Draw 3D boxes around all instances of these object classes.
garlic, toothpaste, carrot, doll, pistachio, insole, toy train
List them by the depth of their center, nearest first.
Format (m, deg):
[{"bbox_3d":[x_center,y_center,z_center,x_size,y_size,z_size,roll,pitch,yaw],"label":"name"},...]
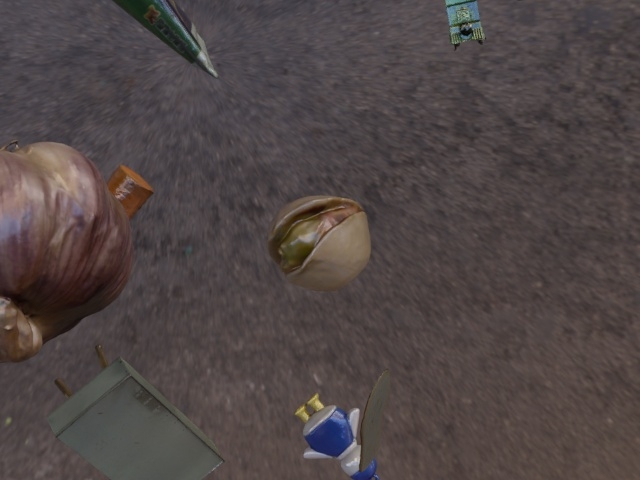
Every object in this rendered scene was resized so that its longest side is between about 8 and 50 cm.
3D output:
[{"bbox_3d":[-0.258,0.025,0.992,0.245,0.245,0.160,-16,71,-3],"label":"garlic"},{"bbox_3d":[-0.221,-0.285,1.094,0.061,0.099,0.392,-41,120,10],"label":"toothpaste"},{"bbox_3d":[0.150,-0.229,1.324,0.038,0.093,0.056,-9,100,8],"label":"toy train"},{"bbox_3d":[0.063,0.214,1.493,0.004,0.188,0.064,28,53,20],"label":"insole"},{"bbox_3d":[-0.296,0.006,1.584,0.057,0.057,0.224,40,89,-10],"label":"carrot"},{"bbox_3d":[0.026,0.266,1.678,0.099,0.057,0.143,-44,88,9],"label":"doll"},{"bbox_3d":[0.000,0.000,1.746,0.144,0.215,0.144,-1,87,14],"label":"pistachio"}]

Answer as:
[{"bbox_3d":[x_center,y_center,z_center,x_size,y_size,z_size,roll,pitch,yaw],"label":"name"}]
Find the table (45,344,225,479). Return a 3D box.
[{"bbox_3d":[-0.250,0.240,1.680,0.121,0.111,0.240,-39,135,-2],"label":"table"}]
